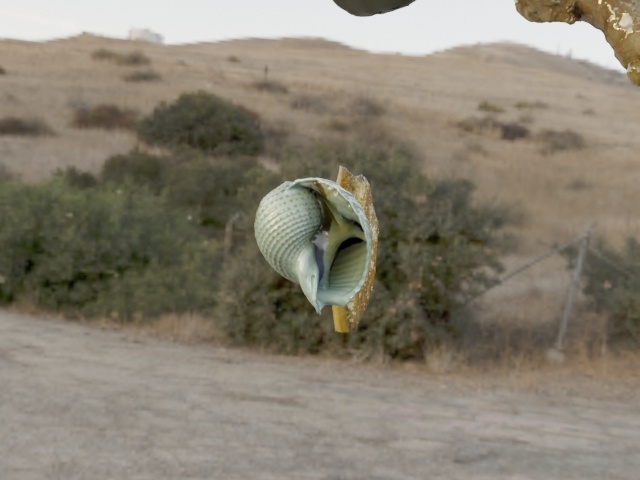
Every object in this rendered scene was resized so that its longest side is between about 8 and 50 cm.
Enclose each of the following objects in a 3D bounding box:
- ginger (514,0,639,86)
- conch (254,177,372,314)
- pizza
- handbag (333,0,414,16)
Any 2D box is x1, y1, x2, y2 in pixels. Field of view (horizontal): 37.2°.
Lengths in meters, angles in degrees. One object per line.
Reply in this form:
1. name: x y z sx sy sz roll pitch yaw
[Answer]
1. ginger: 0.290 -0.250 0.953 0.213 0.137 0.074 41 -2 29
2. conch: 0.001 -0.002 0.585 0.076 0.085 0.057 -32 -2 29
3. pizza: 0.028 0.010 0.925 0.036 0.160 0.099 2 -6 17
4. handbag: 0.039 -0.203 0.716 0.111 0.072 0.047 -5 32 51
